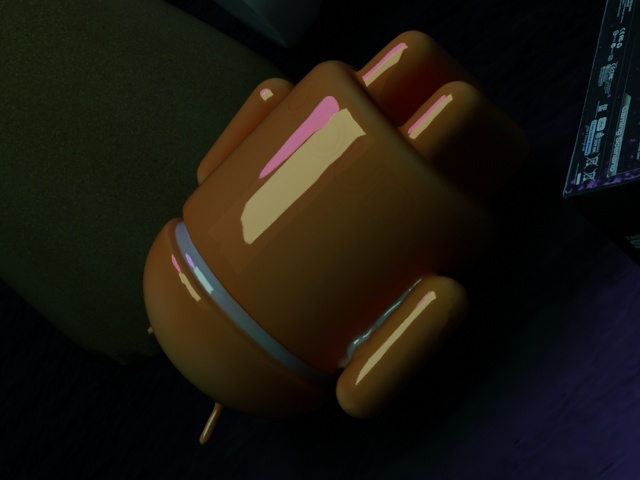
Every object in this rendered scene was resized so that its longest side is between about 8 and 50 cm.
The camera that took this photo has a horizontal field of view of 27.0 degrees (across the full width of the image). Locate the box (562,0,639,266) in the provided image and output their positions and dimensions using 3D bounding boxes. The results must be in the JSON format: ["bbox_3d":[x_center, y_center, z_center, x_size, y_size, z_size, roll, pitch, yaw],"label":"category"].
[{"bbox_3d":[0.194,-0.085,0.544,0.147,0.077,0.180,-15,48,45],"label":"box"}]

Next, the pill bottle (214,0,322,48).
[{"bbox_3d":[0.013,-0.277,0.886,0.278,0.162,0.162,-53,32,-1],"label":"pill bottle"}]

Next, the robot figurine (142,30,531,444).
[{"bbox_3d":[-0.001,-0.001,0.667,0.219,0.158,0.128,-45,0,12],"label":"robot figurine"}]

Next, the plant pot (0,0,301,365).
[{"bbox_3d":[-0.176,-0.082,0.853,0.237,0.254,0.237,-34,36,29],"label":"plant pot"}]
